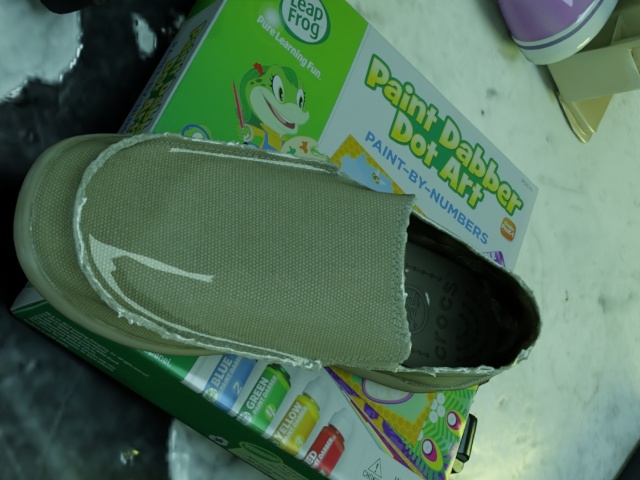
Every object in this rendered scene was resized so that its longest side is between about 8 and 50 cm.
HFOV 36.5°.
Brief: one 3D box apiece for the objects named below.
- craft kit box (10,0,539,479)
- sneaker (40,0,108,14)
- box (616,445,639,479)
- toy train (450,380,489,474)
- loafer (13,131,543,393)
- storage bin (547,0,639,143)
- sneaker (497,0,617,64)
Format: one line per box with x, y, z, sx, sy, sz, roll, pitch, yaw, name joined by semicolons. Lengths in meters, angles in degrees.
0.000;0.000;0.539;0.250;0.061;0.247;38;56;-26;craft kit box
-0.173;-0.166;0.360;0.286;0.109;0.130;7;88;-46;sneaker
0.354;0.272;0.919;0.156;0.093;0.158;-33;112;-44;box
0.105;0.090;0.697;0.027;0.036;0.158;35;62;-41;toy train
-0.001;0.009;0.441;0.268;0.092;0.102;15;70;-35;loafer
0.361;-0.213;0.841;0.123;0.262;0.260;56;50;-28;storage bin
0.209;-0.298;0.802;0.161;0.102;0.282;50;53;-30;sneaker
